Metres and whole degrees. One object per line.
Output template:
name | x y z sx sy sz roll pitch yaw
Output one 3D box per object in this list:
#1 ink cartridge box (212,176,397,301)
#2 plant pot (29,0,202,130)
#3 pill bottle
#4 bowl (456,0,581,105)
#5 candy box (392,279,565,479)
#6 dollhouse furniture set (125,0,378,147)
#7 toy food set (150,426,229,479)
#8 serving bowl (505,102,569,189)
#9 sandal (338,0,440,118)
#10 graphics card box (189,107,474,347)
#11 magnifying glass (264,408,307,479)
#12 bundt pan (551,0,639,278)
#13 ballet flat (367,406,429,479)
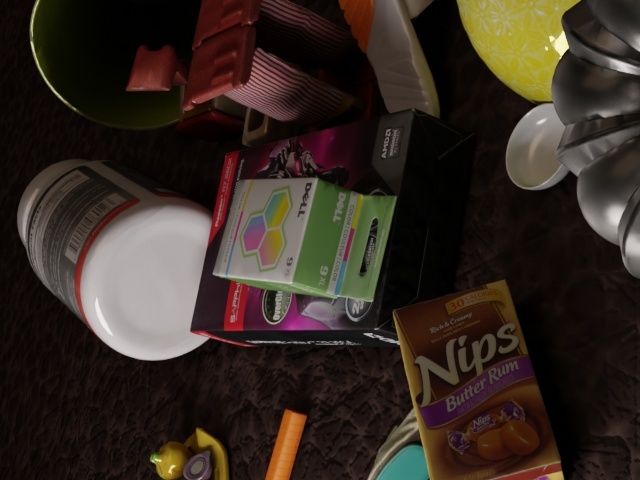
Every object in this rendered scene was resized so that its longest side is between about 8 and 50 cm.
ink cartridge box | -0.020 -0.003 1.198 0.209 0.062 0.108 4 77 55
plant pot | -0.262 -0.350 1.744 0.274 0.275 0.293 -52 21 27
pill bottle | -0.272 0.008 1.591 0.363 0.210 0.210 28 98 57
bowl | 0.211 -0.279 1.084 0.289 0.156 0.289 -31 50 45
candy box | 0.135 0.134 1.038 0.109 0.053 0.186 -16 52 7
dollhouse furniture set | -0.112 -0.181 1.460 0.374 0.201 0.152 -13 64 52
toy food set | -0.168 0.324 1.412 0.128 0.071 0.217 -40 44 38
serving bowl | 0.211 -0.084 1.103 0.083 0.027 0.083 -30 51 45
sandal | 0.091 -0.234 1.315 0.102 0.076 0.265 -36 68 56
graphics card box | 0.000 0.000 1.309 0.371 0.094 0.232 -5 70 53
magnifying glass | -0.057 0.300 1.311 0.092 0.026 0.230 10 84 57
bundt pan | 0.286 -0.100 0.815 0.331 0.124 0.330 14 108 53
ballet flat | 0.098 0.181 1.123 0.168 0.057 0.052 -51 26 13
